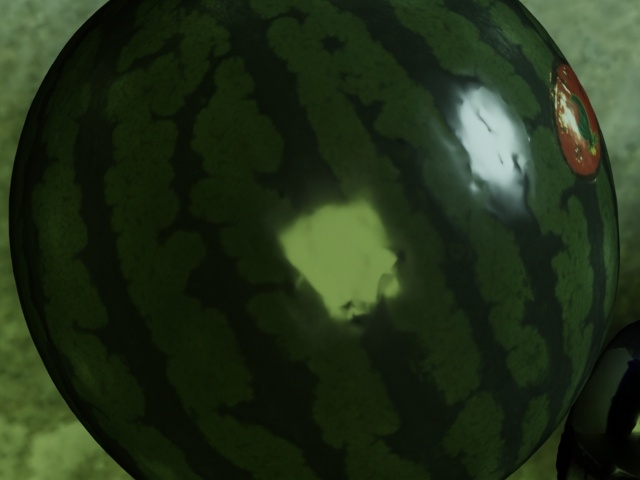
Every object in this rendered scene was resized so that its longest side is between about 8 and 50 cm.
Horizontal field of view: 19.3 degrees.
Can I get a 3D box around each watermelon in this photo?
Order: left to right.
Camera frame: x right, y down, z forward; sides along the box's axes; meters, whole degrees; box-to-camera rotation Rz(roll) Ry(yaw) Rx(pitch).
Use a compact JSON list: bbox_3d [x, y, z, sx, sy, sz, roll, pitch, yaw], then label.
[{"bbox_3d":[0.000,0.000,0.640,0.212,0.212,0.212,-1,99,-8],"label":"watermelon"}]

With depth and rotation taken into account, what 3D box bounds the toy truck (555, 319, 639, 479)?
[{"bbox_3d":[0.198,0.059,0.704,0.161,0.177,0.213,28,84,18],"label":"toy truck"}]
